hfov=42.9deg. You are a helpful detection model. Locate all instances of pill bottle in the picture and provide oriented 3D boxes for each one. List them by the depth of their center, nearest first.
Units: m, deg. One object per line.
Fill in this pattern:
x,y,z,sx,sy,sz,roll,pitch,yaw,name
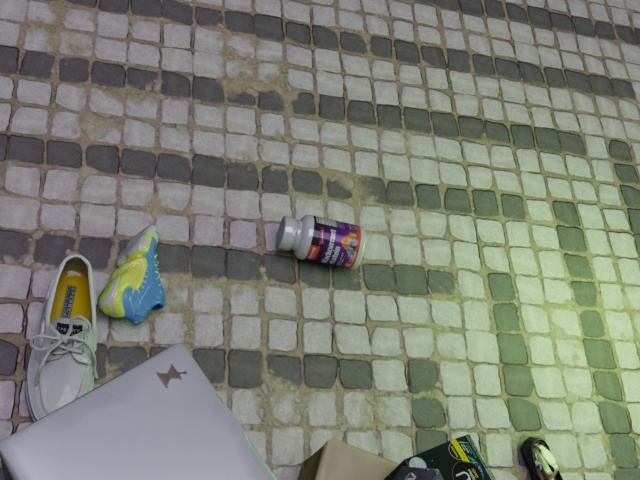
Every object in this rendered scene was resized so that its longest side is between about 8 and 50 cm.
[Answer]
0.000,0.000,1.906,0.194,0.108,0.108,12,58,-13,pill bottle

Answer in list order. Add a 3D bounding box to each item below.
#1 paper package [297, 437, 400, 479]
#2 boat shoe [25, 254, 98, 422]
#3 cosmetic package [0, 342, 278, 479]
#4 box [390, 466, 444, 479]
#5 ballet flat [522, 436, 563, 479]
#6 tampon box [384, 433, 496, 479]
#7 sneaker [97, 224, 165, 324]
0.097,0.587,1.571,0.325,0.168,0.309,24,56,-7,paper package
-0.491,0.191,1.588,0.136,0.156,0.366,9,58,-15,boat shoe
-0.303,0.444,1.359,0.328,0.393,0.329,-28,69,-30,cosmetic package
0.124,0.611,1.291,0.395,0.097,0.318,-40,109,-41,box
0.513,0.532,1.812,0.074,0.074,0.203,-10,66,-25,ballet flat
0.227,0.457,1.529,0.161,0.101,0.120,-13,60,-32,tampon box
-0.381,0.082,1.749,0.126,0.091,0.240,41,49,-22,sneaker
